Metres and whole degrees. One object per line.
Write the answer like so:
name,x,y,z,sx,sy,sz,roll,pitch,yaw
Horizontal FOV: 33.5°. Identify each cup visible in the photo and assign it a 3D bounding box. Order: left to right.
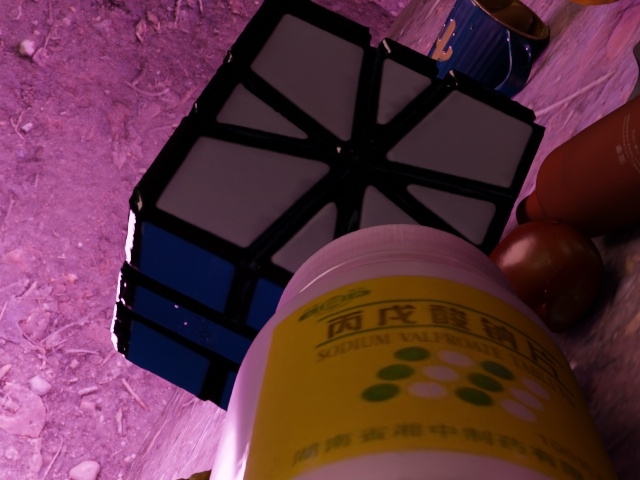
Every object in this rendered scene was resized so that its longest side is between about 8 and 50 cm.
cup,0.219,-0.242,1.441,0.155,0.131,0.176,-56,32,33

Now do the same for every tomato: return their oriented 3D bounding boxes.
tomato,0.168,0.027,0.782,0.087,0.087,0.075,-52,45,26

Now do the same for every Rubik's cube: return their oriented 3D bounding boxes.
Rubik's cube,0.000,0.000,0.974,0.293,0.288,0.283,-59,-6,-36

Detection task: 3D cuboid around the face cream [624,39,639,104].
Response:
face cream,0.319,-0.200,0.733,0.311,0.092,0.092,-51,10,26

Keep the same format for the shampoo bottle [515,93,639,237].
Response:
shampoo bottle,0.215,-0.048,0.791,0.085,0.085,0.244,-59,6,-18

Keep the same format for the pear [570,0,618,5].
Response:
pear,0.293,-0.347,1.123,0.200,0.200,0.200,-54,8,12

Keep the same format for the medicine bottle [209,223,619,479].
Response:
medicine bottle,0.047,0.133,0.576,0.213,0.213,0.378,-54,9,16

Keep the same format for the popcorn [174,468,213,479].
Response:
popcorn,-0.071,0.280,0.929,0.142,0.173,0.173,-41,-5,-44
